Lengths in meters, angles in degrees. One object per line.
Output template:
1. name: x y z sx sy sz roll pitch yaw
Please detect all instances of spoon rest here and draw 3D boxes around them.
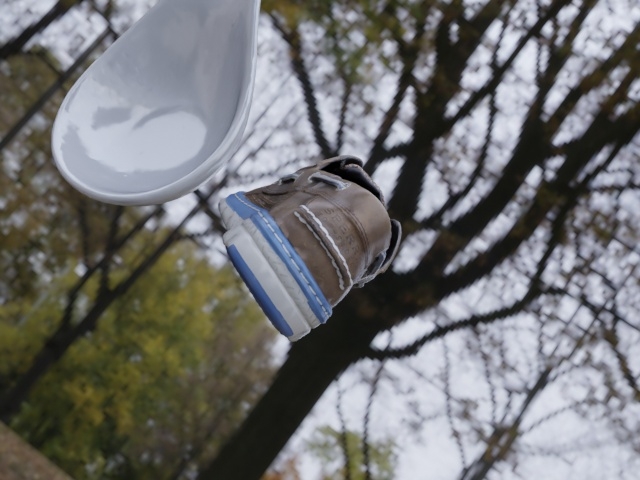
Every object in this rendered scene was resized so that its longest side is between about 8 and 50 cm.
1. spoon rest: -0.072 -0.132 0.900 0.137 0.276 0.084 21 -30 30

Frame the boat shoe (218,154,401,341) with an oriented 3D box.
1. boat shoe: 0.000 0.000 0.578 0.066 0.066 0.183 59 0 -10
